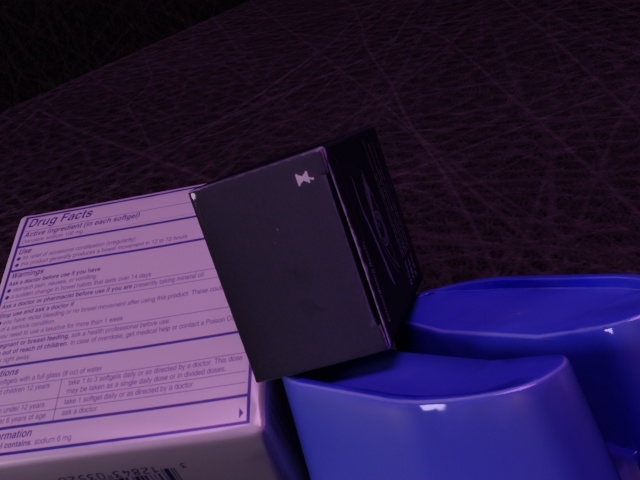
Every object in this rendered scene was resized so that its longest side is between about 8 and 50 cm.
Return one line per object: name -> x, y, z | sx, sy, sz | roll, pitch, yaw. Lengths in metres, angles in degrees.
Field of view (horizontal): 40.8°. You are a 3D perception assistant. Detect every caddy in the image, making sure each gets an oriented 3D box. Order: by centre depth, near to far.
caddy -> 0.126, 0.143, 0.619 | 0.241, 0.179, 0.341 | -21, 8, -30

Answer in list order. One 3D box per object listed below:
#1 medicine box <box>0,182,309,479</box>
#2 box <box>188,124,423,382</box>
medicine box -> -0.153, 0.101, 0.789 | 0.264, 0.149, 0.289 | -9, 46, 9
box -> 0.000, 0.000, 0.690 | 0.108, 0.153, 0.207 | -17, 6, 17
